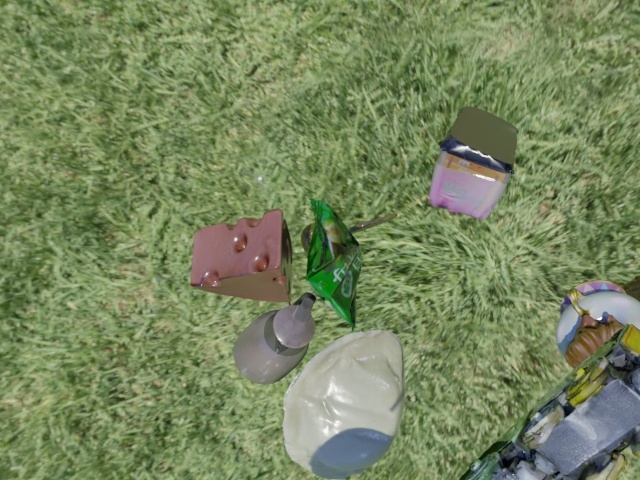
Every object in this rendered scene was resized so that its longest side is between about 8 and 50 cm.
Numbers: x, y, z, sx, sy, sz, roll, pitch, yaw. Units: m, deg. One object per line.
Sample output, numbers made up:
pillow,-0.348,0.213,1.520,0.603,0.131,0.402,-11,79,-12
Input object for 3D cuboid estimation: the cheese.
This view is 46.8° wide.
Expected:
cheese,-0.146,0.037,1.341,0.177,0.203,0.128,-1,68,4

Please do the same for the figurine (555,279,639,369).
figurine,0.400,0.167,1.008,0.189,0.263,0.142,41,117,-18

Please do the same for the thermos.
thermos,-0.059,0.145,1.173,0.105,0.193,0.137,37,61,-1

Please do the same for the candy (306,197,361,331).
candy,0.021,0.038,1.206,0.078,0.203,0.141,1,53,28

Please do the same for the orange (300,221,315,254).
orange,0.000,0.000,1.531,0.085,0.095,0.085,-12,66,28

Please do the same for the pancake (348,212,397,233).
pancake,0.091,-0.028,1.372,0.115,0.115,0.011,-20,85,12

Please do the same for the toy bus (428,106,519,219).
toy bus,0.352,-0.186,1.722,0.171,0.386,0.162,25,117,6

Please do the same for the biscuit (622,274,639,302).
biscuit,0.684,0.149,1.391,0.277,0.262,0.052,28,68,-8

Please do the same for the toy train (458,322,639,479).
toy train,0.141,0.128,0.449,0.060,0.081,0.202,42,129,13

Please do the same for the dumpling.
dumpling,0.056,0.384,1.758,0.233,0.315,0.395,31,91,51
